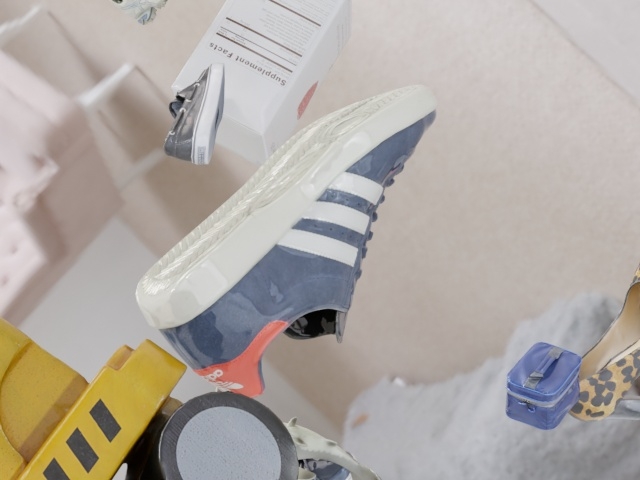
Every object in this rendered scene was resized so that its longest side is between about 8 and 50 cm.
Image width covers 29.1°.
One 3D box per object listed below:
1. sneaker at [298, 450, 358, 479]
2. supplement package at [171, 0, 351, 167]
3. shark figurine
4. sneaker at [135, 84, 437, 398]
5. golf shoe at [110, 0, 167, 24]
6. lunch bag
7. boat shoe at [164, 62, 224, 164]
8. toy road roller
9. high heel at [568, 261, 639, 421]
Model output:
[{"bbox_3d":[-0.070,0.300,1.613,0.163,0.226,0.086,67,174,-32],"label":"sneaker"},{"bbox_3d":[-0.091,-0.298,2.043,0.175,0.293,0.177,28,167,9],"label":"supplement package"},{"bbox_3d":[-0.055,0.264,1.436,0.278,0.116,0.166,9,-139,-42],"label":"shark figurine"},{"bbox_3d":[0.000,0.000,1.083,0.131,0.350,0.148,-5,122,57],"label":"sneaker"},{"bbox_3d":[-0.283,-0.405,1.960,0.086,0.069,0.176,22,151,-21],"label":"golf shoe"},{"bbox_3d":[0.250,0.162,1.393,0.067,0.098,0.065,16,127,30],"label":"lunch bag"},{"bbox_3d":[-0.184,-0.188,1.786,0.076,0.228,0.080,5,133,0],"label":"boat shoe"},{"bbox_3d":[-0.193,0.202,0.798,0.240,0.329,0.202,35,144,-1],"label":"toy road roller"},{"bbox_3d":[0.390,0.108,1.606,0.186,0.261,0.093,7,176,-28],"label":"high heel"}]
